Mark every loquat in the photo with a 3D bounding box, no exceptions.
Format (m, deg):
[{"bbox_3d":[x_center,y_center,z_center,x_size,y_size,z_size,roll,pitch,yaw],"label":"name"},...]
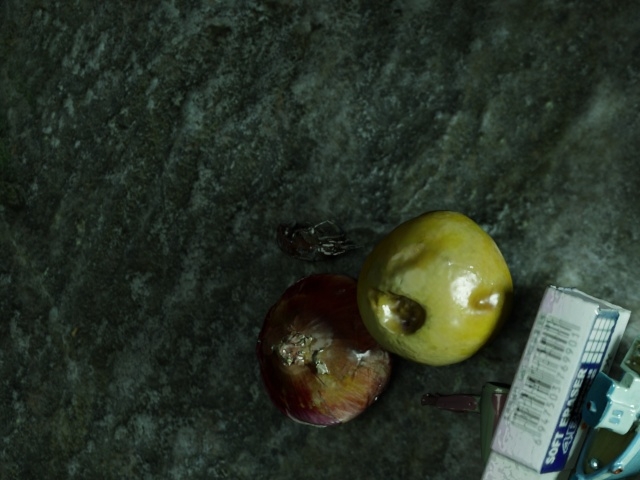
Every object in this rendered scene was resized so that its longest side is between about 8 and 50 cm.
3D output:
[{"bbox_3d":[0.153,0.068,1.513,0.213,0.213,0.213,-5,82,35],"label":"loquat"}]

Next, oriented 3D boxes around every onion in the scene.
[{"bbox_3d":[-0.012,0.156,1.634,0.230,0.163,0.230,1,91,42],"label":"onion"}]

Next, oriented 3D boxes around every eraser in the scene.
[{"bbox_3d":[0.289,0.203,1.434,0.086,0.130,0.287,22,96,32],"label":"eraser"}]

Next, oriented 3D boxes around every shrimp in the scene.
[{"bbox_3d":[0.000,0.000,1.708,0.165,0.056,0.065,1,79,33],"label":"shrimp"}]

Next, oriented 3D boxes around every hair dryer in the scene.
[{"bbox_3d":[0.201,0.234,1.551,0.154,0.054,0.106,15,98,46],"label":"hair dryer"}]

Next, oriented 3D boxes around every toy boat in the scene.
[{"bbox_3d":[0.359,0.206,1.386,0.215,0.102,0.088,-67,19,11],"label":"toy boat"}]
